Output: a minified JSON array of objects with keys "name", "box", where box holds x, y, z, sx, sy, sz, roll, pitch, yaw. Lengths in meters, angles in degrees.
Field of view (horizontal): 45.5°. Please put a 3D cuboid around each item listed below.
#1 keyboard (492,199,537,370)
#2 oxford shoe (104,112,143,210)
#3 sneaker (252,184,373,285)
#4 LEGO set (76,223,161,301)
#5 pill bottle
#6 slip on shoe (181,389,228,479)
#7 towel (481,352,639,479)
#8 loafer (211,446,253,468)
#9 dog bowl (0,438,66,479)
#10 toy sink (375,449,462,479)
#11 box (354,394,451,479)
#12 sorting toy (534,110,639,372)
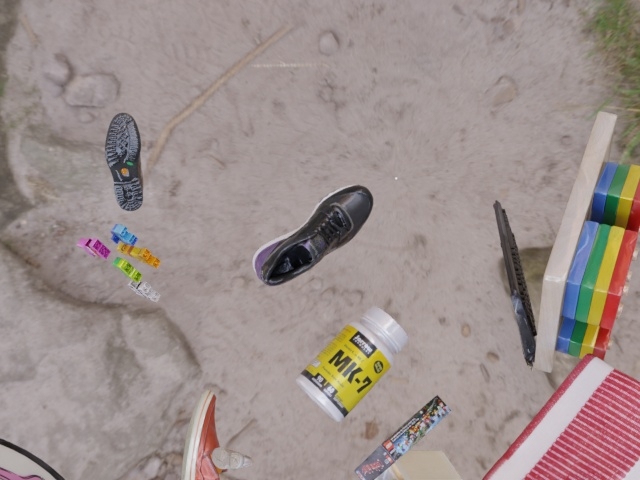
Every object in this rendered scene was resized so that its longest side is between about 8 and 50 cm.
[{"name":"keyboard","box":[0.328,0.081,1.262,0.033,0.317,0.201,-11,118,14]},{"name":"oxford shoe","box":[-0.462,-0.189,1.806,0.083,0.096,0.227,-1,103,-8]},{"name":"sneaker","box":[0.000,0.000,1.508,0.283,0.124,0.107,-39,104,-4]},{"name":"LEGO set","box":[-0.417,0.030,1.607,0.093,0.227,0.087,14,63,34]},{"name":"pill bottle","box":[0.064,0.232,1.460,0.119,0.119,0.208,44,77,1]},{"name":"slip on shoe","box":[-0.268,0.518,1.788,0.101,0.123,0.331,6,71,-13]},{"name":"towel","box":[0.356,0.295,0.811,0.237,0.037,0.329,-46,56,-12]},{"name":"loafer","box":[-0.193,0.480,1.671,0.039,0.125,0.045,18,74,-34]},{"name":"dog bowl","box":[-0.501,0.459,0.983,0.408,0.150,0.407,-1,104,-2]},{"name":"toy sink","box":[0.205,0.614,1.893,0.234,0.131,0.152,6,115,-26]},{"name":"box","box":[0.163,0.410,1.553,0.159,0.233,0.044,-34,73,-26]},{"name":"sorting toy","box":[0.359,0.017,0.984,0.089,0.257,0.255,15,62,22]}]
